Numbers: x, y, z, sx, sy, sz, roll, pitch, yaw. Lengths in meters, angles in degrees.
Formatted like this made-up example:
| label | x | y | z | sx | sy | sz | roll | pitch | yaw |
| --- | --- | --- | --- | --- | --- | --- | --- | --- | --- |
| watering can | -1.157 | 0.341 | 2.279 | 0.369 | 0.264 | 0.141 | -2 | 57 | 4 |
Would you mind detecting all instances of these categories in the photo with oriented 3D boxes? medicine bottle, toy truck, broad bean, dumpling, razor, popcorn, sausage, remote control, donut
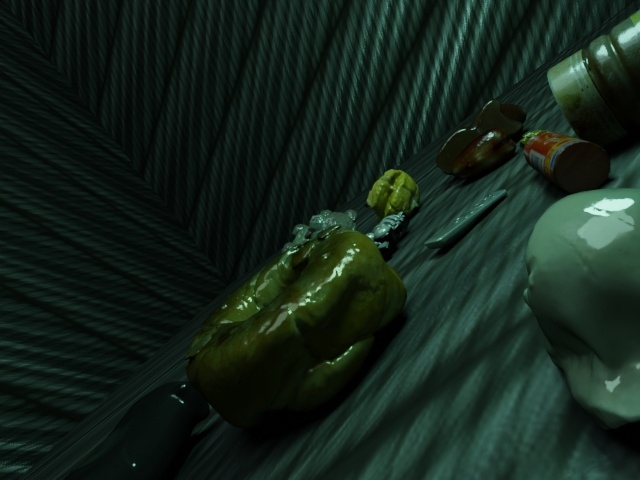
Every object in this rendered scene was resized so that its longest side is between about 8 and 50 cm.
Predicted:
| label | x | y | z | sx | sy | sz | roll | pitch | yaw |
| --- | --- | --- | --- | --- | --- | --- | --- | --- | --- |
| medicine bottle | 0.503 | -0.269 | 0.661 | 0.322 | 0.151 | 0.151 | -31 | 8 | 41 |
| toy truck | 0.427 | -0.188 | 0.947 | 0.049 | 0.054 | 0.083 | -36 | 5 | 12 |
| broad bean | 0.390 | -0.205 | 1.179 | 0.114 | 0.084 | 0.165 | -22 | -8 | -28 |
| dumpling | 0.198 | 0.042 | 0.327 | 0.229 | 0.124 | 0.151 | -62 | -11 | -88 |
| razor | -0.315 | 0.363 | 0.741 | 0.204 | 0.113 | 0.349 | -33 | 6 | 24 |
| popcorn | 0.198 | -0.118 | 1.315 | 0.152 | 0.148 | 0.167 | 7 | 19 | 36 |
| sausage | 0.372 | -0.132 | 0.762 | 0.074 | 0.074 | 0.274 | -35 | 5 | 19 |
| remote control | 0.266 | -0.036 | 0.871 | 0.184 | 0.027 | 0.050 | -34 | 6 | -20 |
| donut | -0.034 | 0.120 | 0.743 | 0.360 | 0.170 | 0.360 | -34 | 12 | 8 |

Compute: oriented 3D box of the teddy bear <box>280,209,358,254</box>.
| label | x | y | z | sx | sy | sz | roll | pitch | yaw |
| --- | --- | --- | --- | --- | --- | --- | --- | --- | --- |
| teddy bear | 0.000 | 0.001 | 1.519 | 0.267 | 0.151 | 0.235 | -32 | 28 | 56 |

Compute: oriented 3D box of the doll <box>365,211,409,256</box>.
| label | x | y | z | sx | sy | sz | roll | pitch | yaw |
| --- | --- | --- | --- | --- | --- | --- | --- | --- | --- |
| doll | 0.153 | -0.013 | 1.131 | 0.091 | 0.067 | 0.219 | -28 | 12 | 34 |

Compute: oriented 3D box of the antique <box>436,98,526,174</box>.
| label | x | y | z | sx | sy | sz | roll | pitch | yaw |
| --- | --- | --- | --- | --- | --- | --- | --- | --- | --- |
| antique | 0.431 | -0.274 | 1.302 | 0.257 | 0.121 | 0.143 | -43 | -5 | 17 |
